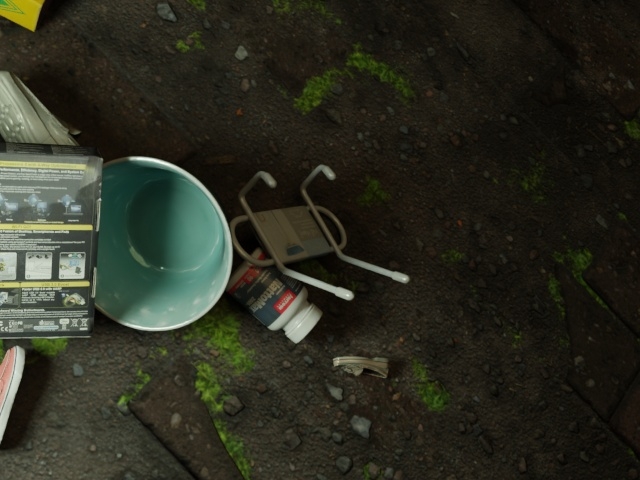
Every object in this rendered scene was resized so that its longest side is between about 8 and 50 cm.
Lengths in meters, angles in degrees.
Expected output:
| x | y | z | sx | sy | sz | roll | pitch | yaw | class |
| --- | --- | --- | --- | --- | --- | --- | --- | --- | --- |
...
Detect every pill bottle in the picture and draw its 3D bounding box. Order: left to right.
| x | y | z | sx | sy | sz | roll | pitch | yaw | class |
| --- | --- | --- | --- | --- | --- | --- | --- | --- | --- |
| -0.088 | 0.109 | 1.828 | 0.180 | 0.108 | 0.108 | 41 | 57 | -5 | pill bottle |

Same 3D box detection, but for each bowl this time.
| x | y | z | sx | sy | sz | roll | pitch | yaw | class |
| --- | --- | --- | --- | --- | --- | --- | --- | --- | --- |
| -0.286 | -0.010 | 1.699 | 0.311 | 0.311 | 0.163 | 45 | 18 | -3 | bowl |

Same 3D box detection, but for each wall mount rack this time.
| x | y | z | sx | sy | sz | roll | pitch | yaw | class |
| --- | --- | --- | --- | --- | --- | --- | --- | --- | --- |
| 0.000 | 0.000 | 1.831 | 0.350 | 0.130 | 0.304 | -12 | 65 | -54 | wall mount rack |

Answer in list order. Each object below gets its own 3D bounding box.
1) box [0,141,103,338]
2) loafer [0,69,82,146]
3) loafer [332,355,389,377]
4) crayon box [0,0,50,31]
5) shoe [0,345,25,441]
| x | y | z | sx | sy | sz | roll | pitch | yaw | class |
| --- | --- | --- | --- | --- | --- | --- | --- | --- | --- |
| -0.560 | 0.001 | 1.530 | 0.394 | 0.097 | 0.318 | 0 | 109 | -20 | box |
| -0.496 | -0.178 | 1.754 | 0.111 | 0.112 | 0.319 | -36 | 95 | -38 | loafer |
| 0.083 | 0.252 | 1.893 | 0.125 | 0.045 | 0.039 | 5 | 73 | -28 | loafer |
| -0.632 | -0.639 | 1.879 | 0.313 | 0.106 | 0.363 | 27 | 60 | -16 | crayon box |
| -0.547 | 0.251 | 1.564 | 0.081 | 0.063 | 0.178 | 21 | 65 | -23 | shoe |
